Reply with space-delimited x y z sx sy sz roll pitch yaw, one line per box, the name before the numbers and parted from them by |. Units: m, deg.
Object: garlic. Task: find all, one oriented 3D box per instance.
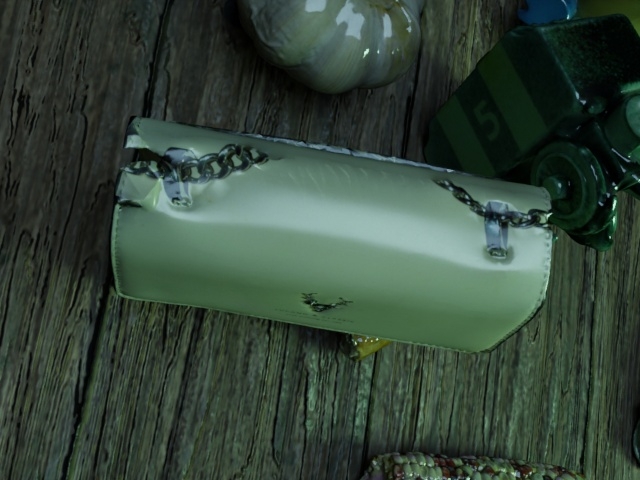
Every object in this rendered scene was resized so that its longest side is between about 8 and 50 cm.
garlic | 0.008 -0.261 0.875 0.228 0.152 0.227 7 70 -20

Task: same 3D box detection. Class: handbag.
handbag | 0.000 0.000 0.740 0.359 0.236 0.160 9 75 -8

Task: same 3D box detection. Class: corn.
corn | 0.180 0.282 0.892 0.281 0.092 0.092 13 76 -20

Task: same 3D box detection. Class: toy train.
toy train | 0.253 -0.101 0.887 0.167 0.299 0.238 -16 74 -27

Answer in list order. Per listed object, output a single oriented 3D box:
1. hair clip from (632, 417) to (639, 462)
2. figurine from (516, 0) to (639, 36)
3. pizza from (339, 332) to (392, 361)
hair clip | 0.516 0.162 1.065 0.138 0.091 0.321 26 70 -15
figurine | 0.401 -0.337 1.034 0.243 0.298 0.416 18 73 -56
pizza | 0.055 0.039 0.900 0.161 0.062 0.182 38 74 -21
